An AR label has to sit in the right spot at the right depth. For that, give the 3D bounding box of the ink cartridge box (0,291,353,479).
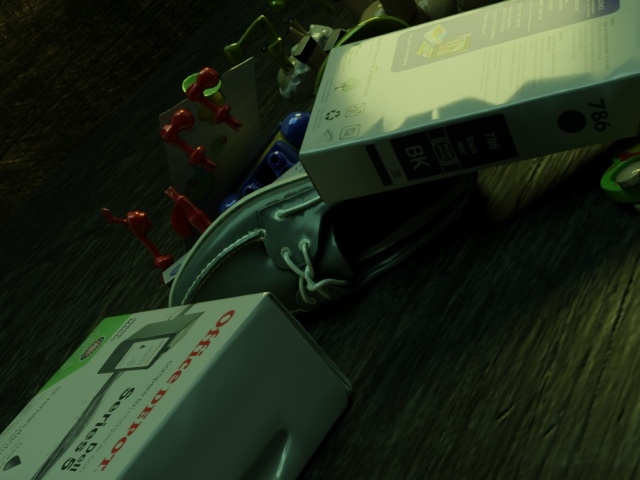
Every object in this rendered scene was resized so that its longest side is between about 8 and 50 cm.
[{"bbox_3d":[-0.136,0.155,0.833,0.272,0.115,0.198,-13,32,51],"label":"ink cartridge box"}]

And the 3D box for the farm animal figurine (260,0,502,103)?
[{"bbox_3d":[0.115,-0.273,1.284,0.327,0.172,0.330,-53,28,-2],"label":"farm animal figurine"}]

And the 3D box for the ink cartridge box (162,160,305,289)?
[{"bbox_3d":[-0.043,0.006,1.024,0.207,0.097,0.046,-40,20,-1],"label":"ink cartridge box"}]

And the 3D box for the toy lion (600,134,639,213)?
[{"bbox_3d":[0.245,-0.066,0.772,0.100,0.034,0.096,-41,13,-6],"label":"toy lion"}]

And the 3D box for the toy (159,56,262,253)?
[{"bbox_3d":[-0.131,-0.098,1.217,0.056,0.237,0.137,37,59,26],"label":"toy"}]

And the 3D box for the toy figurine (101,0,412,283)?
[{"bbox_3d":[-0.056,-0.111,1.165,0.363,0.191,0.217,-54,3,5],"label":"toy figurine"}]

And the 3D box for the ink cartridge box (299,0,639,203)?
[{"bbox_3d":[0.153,-0.133,0.858,0.332,0.065,0.165,-12,38,25],"label":"ink cartridge box"}]

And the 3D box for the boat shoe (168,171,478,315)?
[{"bbox_3d":[0.000,0.000,0.938,0.319,0.116,0.099,-31,20,5],"label":"boat shoe"}]
